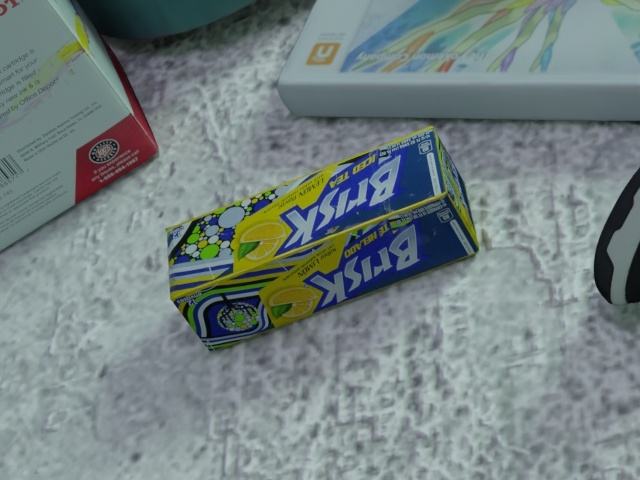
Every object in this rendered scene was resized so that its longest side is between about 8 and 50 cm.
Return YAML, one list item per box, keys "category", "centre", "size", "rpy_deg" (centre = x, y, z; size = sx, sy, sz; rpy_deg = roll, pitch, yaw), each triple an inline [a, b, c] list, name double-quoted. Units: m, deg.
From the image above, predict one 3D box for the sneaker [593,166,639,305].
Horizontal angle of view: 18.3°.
- category: "sneaker"
  centre: [0.239, -0.038, 0.990]
  size: [0.234, 0.084, 0.097]
  rpy_deg: [-45, 71, 7]

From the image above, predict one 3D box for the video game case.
- category: "video game case"
  centre: [0.166, -0.196, 1.207]
  size: [0.329, 0.036, 0.300]
  rpy_deg: [3, 55, 32]

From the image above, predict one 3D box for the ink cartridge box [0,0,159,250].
- category: "ink cartridge box"
  centre: [-0.209, -0.113, 1.251]
  size: [0.128, 0.176, 0.127]
  rpy_deg: [-30, 43, 3]

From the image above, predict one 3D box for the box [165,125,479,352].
- category: "box"
  centre: [0.000, 0.000, 1.118]
  size: [0.169, 0.054, 0.059]
  rpy_deg: [-21, 44, 14]

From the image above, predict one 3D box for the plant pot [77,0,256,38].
- category: "plant pot"
  centre: [-0.118, -0.319, 1.315]
  size: [0.293, 0.235, 0.293]
  rpy_deg: [-23, 41, 21]
